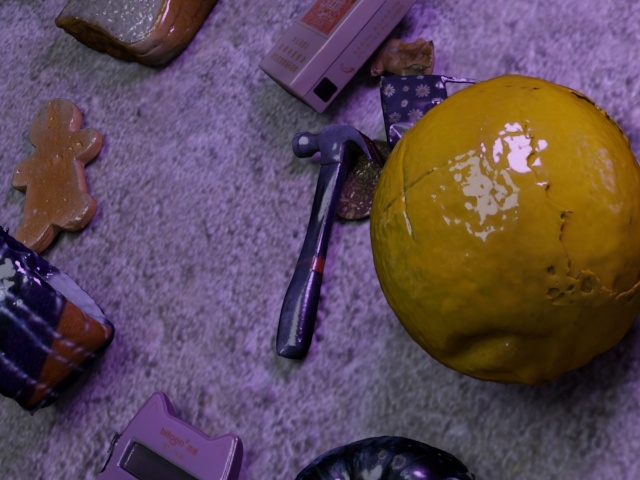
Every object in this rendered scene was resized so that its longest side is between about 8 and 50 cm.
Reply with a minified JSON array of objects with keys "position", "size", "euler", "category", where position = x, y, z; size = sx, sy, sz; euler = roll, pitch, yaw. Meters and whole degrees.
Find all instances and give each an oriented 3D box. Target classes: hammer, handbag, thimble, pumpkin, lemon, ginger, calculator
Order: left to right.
[{"position":[-0.373,0.090,1.935],"size":[0.150,0.237,0.237],"euler":[-47,47,-2],"category":"thimble"},{"position":[-0.200,0.329,1.791],"size":[0.194,0.043,0.294],"euler":[23,82,40],"category":"calculator"},{"position":[0.000,0.000,1.829],"size":[0.137,0.037,0.290],"euler":[-6,64,42],"category":"hammer"},{"position":[0.061,0.302,1.534],"size":[0.233,0.163,0.233],"euler":[-14,50,17],"category":"pumpkin"},{"position":[0.098,-0.219,1.898],"size":[0.137,0.044,0.057],"euler":[23,108,47],"category":"ginger"},{"position":[0.140,-0.146,1.809],"size":[0.139,0.072,0.115],"euler":[-16,50,14],"category":"handbag"},{"position":[0.189,-0.009,1.551],"size":[0.297,0.297,0.297],"euler":[-17,56,27],"category":"lemon"}]

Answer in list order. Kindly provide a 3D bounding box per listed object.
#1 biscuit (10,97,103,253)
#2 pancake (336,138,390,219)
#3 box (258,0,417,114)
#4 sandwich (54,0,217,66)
[{"position":[-0.357,-0.096,2.153],"size":[0.153,0.030,0.234],"euler":[-25,52,20],"category":"biscuit"},{"position":[0.053,-0.073,1.862],"size":[0.115,0.011,0.115],"euler":[-17,56,27],"category":"pancake"},{"position":[0.024,-0.258,1.931],"size":[0.201,0.058,0.141],"euler":[-48,25,2],"category":"box"},{"position":[-0.231,-0.368,2.186],"size":[0.226,0.087,0.251],"euler":[26,81,41],"category":"sandwich"}]
